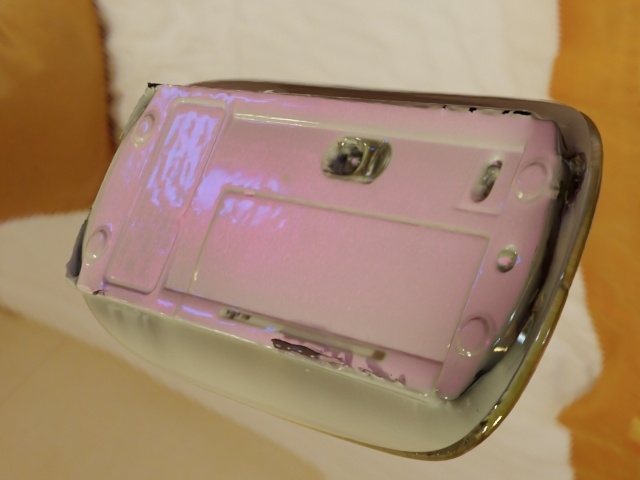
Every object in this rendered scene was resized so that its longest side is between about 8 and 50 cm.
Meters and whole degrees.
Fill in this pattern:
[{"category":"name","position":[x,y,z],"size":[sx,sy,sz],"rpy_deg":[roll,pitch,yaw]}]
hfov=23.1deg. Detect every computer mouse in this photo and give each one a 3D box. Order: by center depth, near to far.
[{"category":"computer mouse","position":[0.000,0.000,0.695],"size":[0.072,0.158,0.310],"rpy_deg":[28,169,-39]}]
